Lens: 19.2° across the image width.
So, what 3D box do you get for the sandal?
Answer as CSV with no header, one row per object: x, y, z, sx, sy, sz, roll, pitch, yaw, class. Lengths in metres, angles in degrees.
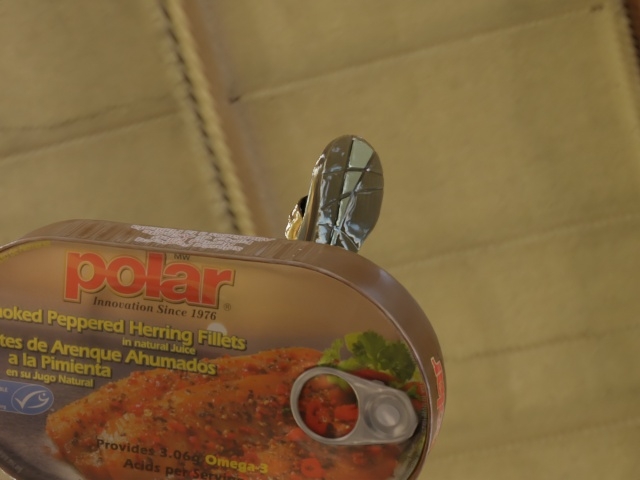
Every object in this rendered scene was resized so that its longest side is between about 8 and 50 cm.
0.000,0.000,1.460,0.049,0.072,0.180,-1,-112,43,sandal

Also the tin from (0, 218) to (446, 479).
-0.047,0.047,0.689,0.190,0.040,0.106,7,-66,17,tin
